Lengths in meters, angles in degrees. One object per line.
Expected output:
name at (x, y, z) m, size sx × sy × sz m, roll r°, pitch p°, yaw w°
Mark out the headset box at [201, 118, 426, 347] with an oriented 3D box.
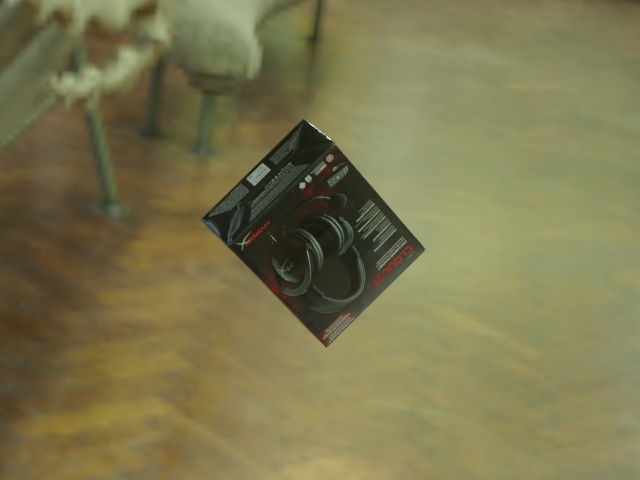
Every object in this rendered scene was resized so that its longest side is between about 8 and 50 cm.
headset box at (0.000, 0.000, 0.756) m, size 0.083 × 0.062 × 0.032 m, roll 48°, pitch -4°, yaw -35°
